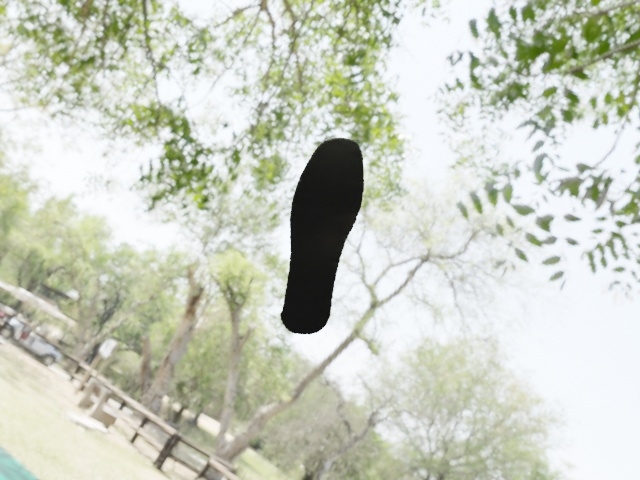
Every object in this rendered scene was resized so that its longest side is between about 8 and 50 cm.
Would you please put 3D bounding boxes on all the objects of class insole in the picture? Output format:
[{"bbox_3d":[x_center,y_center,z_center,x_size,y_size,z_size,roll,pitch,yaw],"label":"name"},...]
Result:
[{"bbox_3d":[0.000,0.000,0.471,0.045,0.134,0.002,5,20,-14],"label":"insole"}]
